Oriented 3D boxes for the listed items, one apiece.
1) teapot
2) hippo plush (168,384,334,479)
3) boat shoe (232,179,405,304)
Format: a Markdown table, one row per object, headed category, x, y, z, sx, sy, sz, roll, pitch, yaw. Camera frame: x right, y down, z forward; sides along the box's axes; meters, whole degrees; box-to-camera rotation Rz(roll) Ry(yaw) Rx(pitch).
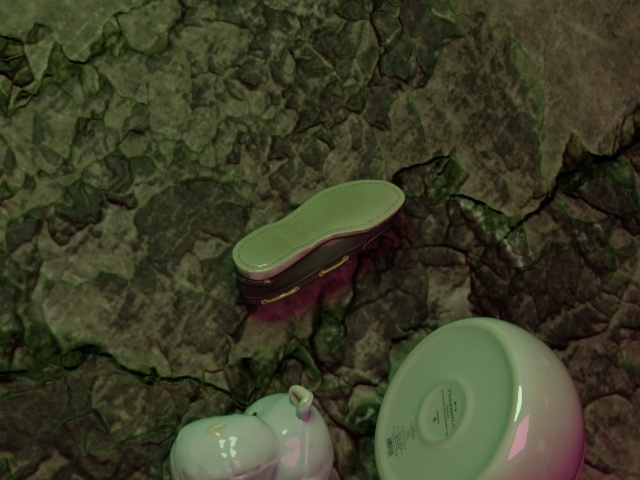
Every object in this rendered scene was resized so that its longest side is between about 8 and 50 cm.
| category | x | y | z | sx | sy | sz | roll | pitch | yaw |
| --- | --- | --- | --- | --- | --- | --- | --- | --- | --- |
| teapot | 0.195 | 0.220 | 1.137 | 0.187 | 0.252 | 0.256 | 30 | 81 | -30 |
| hippo plush | -0.023 | 0.265 | 1.043 | 0.294 | 0.234 | 0.237 | -8 | 77 | -28 |
| boat shoe | 0.000 | 0.000 | 1.209 | 0.227 | 0.069 | 0.081 | -26 | 48 | -25 |
